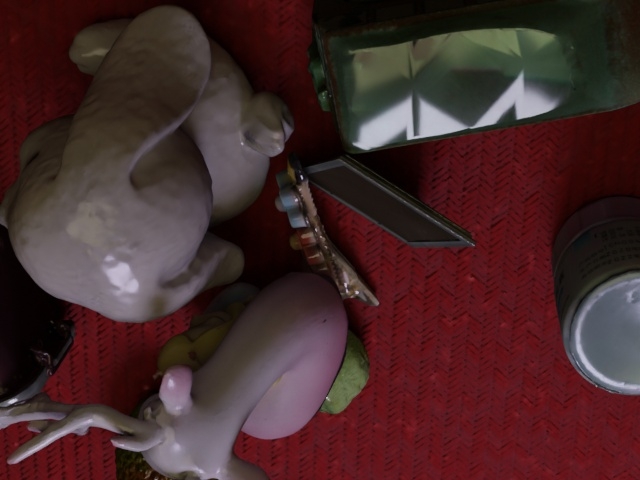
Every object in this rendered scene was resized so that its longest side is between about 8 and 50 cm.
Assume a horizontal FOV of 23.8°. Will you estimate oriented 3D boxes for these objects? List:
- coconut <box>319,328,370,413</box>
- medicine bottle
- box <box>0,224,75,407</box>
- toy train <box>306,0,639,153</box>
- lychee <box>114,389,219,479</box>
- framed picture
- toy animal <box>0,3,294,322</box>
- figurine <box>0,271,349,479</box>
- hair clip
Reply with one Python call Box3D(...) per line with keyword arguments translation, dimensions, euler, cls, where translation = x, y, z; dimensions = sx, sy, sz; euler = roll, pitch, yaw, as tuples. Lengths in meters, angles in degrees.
Box3D(translation=(0.001, 0.128, 1.483), dimensions=(0.096, 0.088, 0.088), euler=(-38, 110, -9), cls="coconut")
Box3D(translation=(0.279, 0.047, 1.378), dimensions=(0.135, 0.168, 0.135), euler=(2, 117, 4), cls="medicine bottle")
Box3D(translation=(-0.401, 0.091, 1.434), dimensions=(0.294, 0.193, 0.167), euler=(-20, 107, 12), cls="box")
Box3D(translation=(0.147, -0.170, 1.290), dimensions=(0.327, 0.159, 0.129), euler=(-9, 117, 6), cls="toy train")
Box3D(translation=(-0.151, 0.222, 1.523), dimensions=(0.114, 0.114, 0.146), euler=(-2, 97, 4), cls="lychee")
Box3D(translation=(0.054, -0.034, 1.361), dimensions=(0.142, 0.183, 0.011), euler=(32, 82, -11), cls="framed picture")
Box3D(translation=(-0.155, -0.051, 1.287), dimensions=(0.206, 0.265, 0.271), euler=(4, 116, 22), cls="toy animal")
Box3D(translation=(-0.134, 0.174, 1.330), dimensions=(0.284, 0.316, 0.206), euler=(-25, 92, 27), cls="figurine")
Box3D(translation=(-0.006, 0.003, 1.421), dimensions=(0.056, 0.062, 0.214), euler=(-27, 132, 4), cls="hair clip")
